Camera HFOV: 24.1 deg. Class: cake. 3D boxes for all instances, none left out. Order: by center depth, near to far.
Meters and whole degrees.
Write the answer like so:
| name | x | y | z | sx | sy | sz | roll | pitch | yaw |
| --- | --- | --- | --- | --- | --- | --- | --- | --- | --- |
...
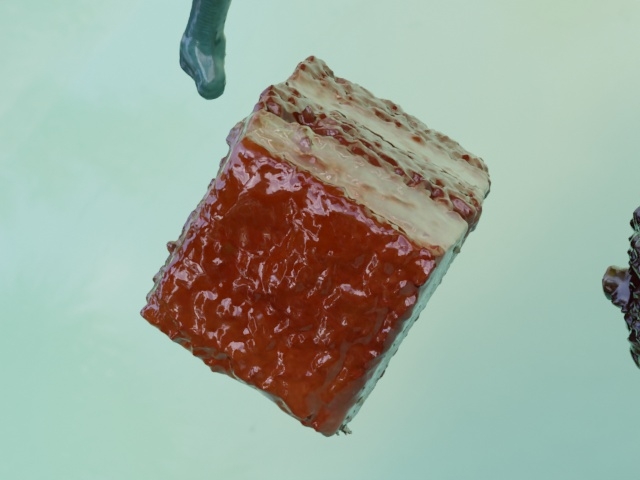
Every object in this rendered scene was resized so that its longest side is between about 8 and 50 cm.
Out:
| name | x | y | z | sx | sy | sz | roll | pitch | yaw |
| --- | --- | --- | --- | --- | --- | --- | --- | --- | --- |
| cake | 0.000 | 0.000 | 1.571 | 0.269 | 0.270 | 0.319 | -60 | -1 | 23 |

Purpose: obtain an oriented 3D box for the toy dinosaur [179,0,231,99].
| name | x | y | z | sx | sy | sz | roll | pitch | yaw |
| --- | --- | --- | --- | --- | --- | --- | --- | --- | --- |
| toy dinosaur | -0.064 | -0.313 | 0.886 | 0.331 | 0.129 | 0.383 | 136 | 128 | -67 |

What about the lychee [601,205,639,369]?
| name | x | y | z | sx | sy | sz | roll | pitch | yaw |
| --- | --- | --- | --- | --- | --- | --- | --- | --- | --- |
| lychee | 0.364 | 0.031 | 1.220 | 0.271 | 0.236 | 0.236 | -9 | 56 | 32 |
